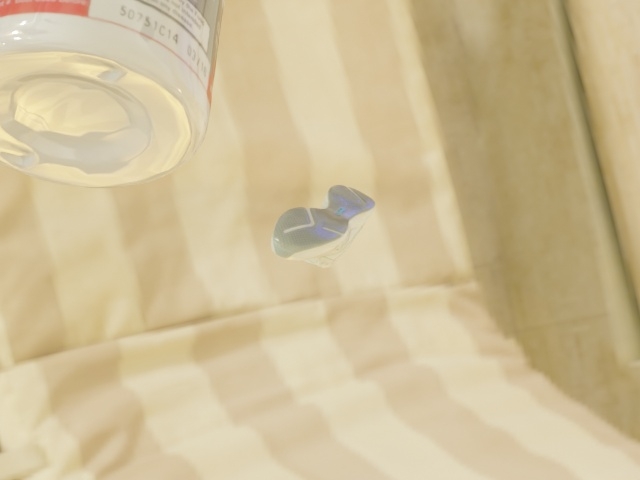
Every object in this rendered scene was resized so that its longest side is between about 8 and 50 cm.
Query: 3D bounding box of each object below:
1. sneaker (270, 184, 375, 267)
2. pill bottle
[{"bbox_3d":[0.000,0.000,1.486,0.152,0.053,0.061,-28,144,-60],"label":"sneaker"},{"bbox_3d":[-0.135,-0.190,1.075,0.161,0.161,0.283,31,51,-37],"label":"pill bottle"}]
